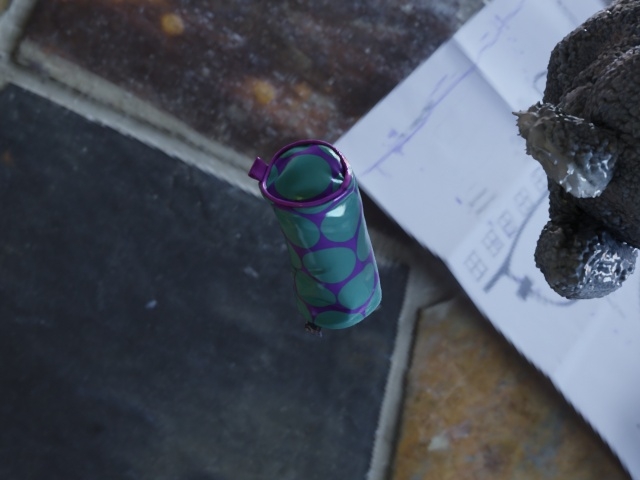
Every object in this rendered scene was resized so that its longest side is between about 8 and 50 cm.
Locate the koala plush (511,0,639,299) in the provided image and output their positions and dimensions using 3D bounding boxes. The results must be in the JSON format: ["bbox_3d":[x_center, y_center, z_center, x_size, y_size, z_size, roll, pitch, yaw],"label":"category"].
[{"bbox_3d":[0.208,-0.064,0.664,0.221,0.196,0.203,-10,90,-73],"label":"koala plush"}]

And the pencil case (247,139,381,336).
[{"bbox_3d":[0.000,0.000,0.764,0.070,0.152,0.064,11,55,19],"label":"pencil case"}]
